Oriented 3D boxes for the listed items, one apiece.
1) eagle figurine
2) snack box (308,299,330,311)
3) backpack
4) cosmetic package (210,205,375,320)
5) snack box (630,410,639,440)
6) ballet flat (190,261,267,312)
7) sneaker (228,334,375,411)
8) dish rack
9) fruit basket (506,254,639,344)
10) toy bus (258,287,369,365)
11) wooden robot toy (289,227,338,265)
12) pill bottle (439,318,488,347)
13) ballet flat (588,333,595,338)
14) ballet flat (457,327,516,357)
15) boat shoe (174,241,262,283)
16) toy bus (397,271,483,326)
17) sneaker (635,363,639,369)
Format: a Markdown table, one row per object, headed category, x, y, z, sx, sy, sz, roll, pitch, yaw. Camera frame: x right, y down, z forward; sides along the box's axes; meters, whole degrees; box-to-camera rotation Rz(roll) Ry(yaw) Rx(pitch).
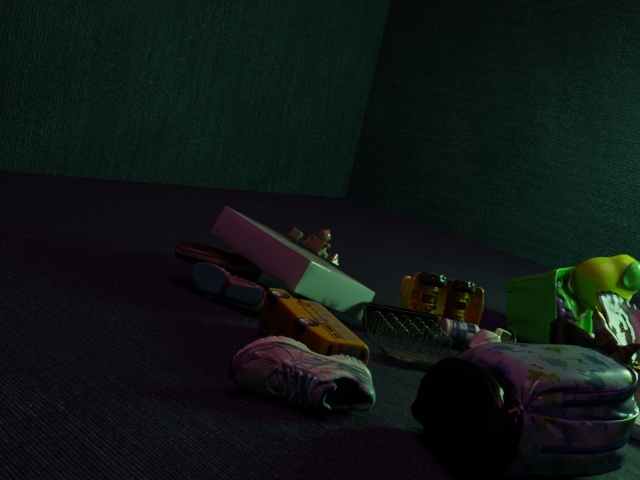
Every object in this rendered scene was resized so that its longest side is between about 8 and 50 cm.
| category | x | y | z | sx | sy | sz | roll | pitch | yaw |
| --- | --- | --- | --- | --- | --- | --- | --- | --- | --- |
| eagle figurine | 0.717 | 0.260 | 1.913 | 0.226 | 0.225 | 0.298 | 14 | 11 | 6 |
| snack box | 0.004 | 0.165 | 2.109 | 0.064 | 0.022 | 0.178 | 17 | 11 | 3 |
| backpack | 0.391 | 0.300 | 1.349 | 0.355 | 0.274 | 0.290 | 22 | 0 | -19 |
| cosmetic package | -0.076 | 0.058 | 2.008 | 0.377 | 0.098 | 0.284 | 31 | 4 | 42 |
| snack box | 0.689 | 0.401 | 1.656 | 0.141 | 0.037 | 0.100 | 20 | 14 | 32 |
| ballet flat | -0.227 | 0.128 | 1.922 | 0.240 | 0.091 | 0.077 | 24 | -16 | 29 |
| sneaker | -0.026 | 0.252 | 1.387 | 0.282 | 0.110 | 0.122 | 10 | 14 | -17 |
| dish rack | 0.221 | 0.235 | 1.864 | 0.208 | 0.074 | 0.271 | 10 | 11 | -12 |
| fruit basket | 0.772 | 0.179 | 2.240 | 0.391 | 0.283 | 0.392 | 0 | 2 | 0 |
| toy bus | -0.028 | 0.203 | 1.630 | 0.130 | 0.108 | 0.332 | 9 | 11 | -24 |
| wooden robot toy | 0.000 | 0.000 | 2.130 | 0.173 | 0.079 | 0.076 | 32 | -1 | 30 |
| pill bottle | 0.378 | 0.249 | 1.998 | 0.120 | 0.067 | 0.067 | 12 | 10 | -6 |
| ballet flat | 0.753 | 0.274 | 2.048 | 0.221 | 0.079 | 0.077 | -18 | 41 | 24 |
| ballet flat | 0.415 | 0.265 | 1.881 | 0.095 | 0.096 | 0.280 | 20 | 13 | 29 |
| boat shoe | -0.276 | 0.077 | 2.035 | 0.257 | 0.095 | 0.095 | 16 | 11 | -28 |
| toy bus | 0.327 | 0.177 | 2.182 | 0.220 | 0.150 | 0.211 | 13 | -6 | -14 |
| sneaker | 0.900 | 0.309 | 2.004 | 0.320 | 0.180 | 0.124 | 9 | 11 | -23 |
